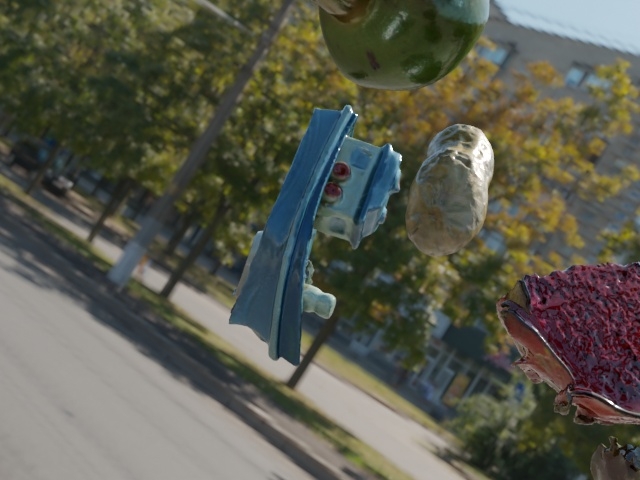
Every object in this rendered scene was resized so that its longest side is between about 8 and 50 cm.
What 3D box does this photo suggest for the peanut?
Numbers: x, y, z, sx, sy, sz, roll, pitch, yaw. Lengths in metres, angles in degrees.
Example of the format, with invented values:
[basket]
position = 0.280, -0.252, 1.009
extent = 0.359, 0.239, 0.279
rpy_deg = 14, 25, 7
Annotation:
[peanut]
position = 0.151, -0.062, 1.210
extent = 0.099, 0.099, 0.214
rpy_deg = 33, 35, 0

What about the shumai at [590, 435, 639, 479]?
[shumai]
position = 0.299, 0.169, 0.782
extent = 0.161, 0.152, 0.210
rpy_deg = -136, -147, -60

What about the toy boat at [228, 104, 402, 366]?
[toy boat]
position = 0.000, 0.000, 0.916
extent = 0.098, 0.238, 0.109
rpy_deg = 20, -28, 3

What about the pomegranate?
[pomegranate]
position = 0.089, -0.280, 1.173
extent = 0.159, 0.190, 0.241
rpy_deg = -4, -36, 42

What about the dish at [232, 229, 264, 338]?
[dish]
position = -0.073, 0.040, 1.452
extent = 0.066, 0.191, 0.190
rpy_deg = 20, -2, -3

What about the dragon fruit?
[dragon fruit]
position = 0.265, 0.113, 0.964
extent = 0.274, 0.126, 0.161
rpy_deg = -5, 60, -28
